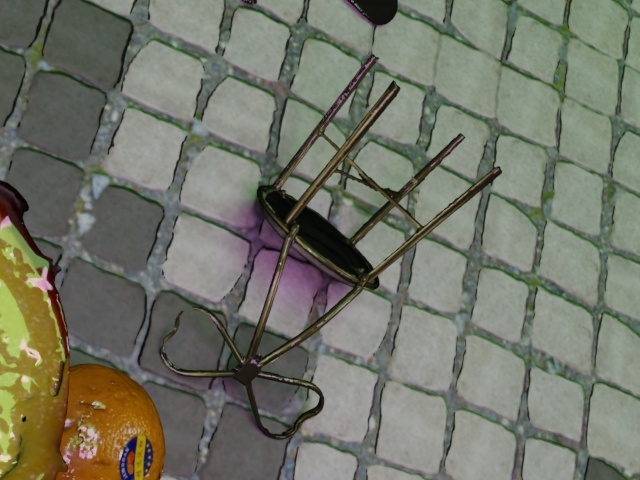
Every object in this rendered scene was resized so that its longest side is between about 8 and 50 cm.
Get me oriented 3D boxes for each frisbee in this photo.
[{"bbox_3d":[-0.027,-0.300,1.433,0.187,0.012,0.211,-29,88,-34],"label":"frisbee"}]

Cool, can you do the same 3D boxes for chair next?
[{"bbox_3d":[0.000,0.000,1.263,0.160,0.170,0.326,36,101,-19],"label":"chair"}]

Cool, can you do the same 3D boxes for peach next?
[{"bbox_3d":[-0.318,0.129,0.976,0.257,0.201,0.362,-5,71,-34],"label":"peach"}]

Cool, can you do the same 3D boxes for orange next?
[{"bbox_3d":[-0.193,0.165,1.090,0.135,0.117,0.136,-33,131,-51],"label":"orange"}]
